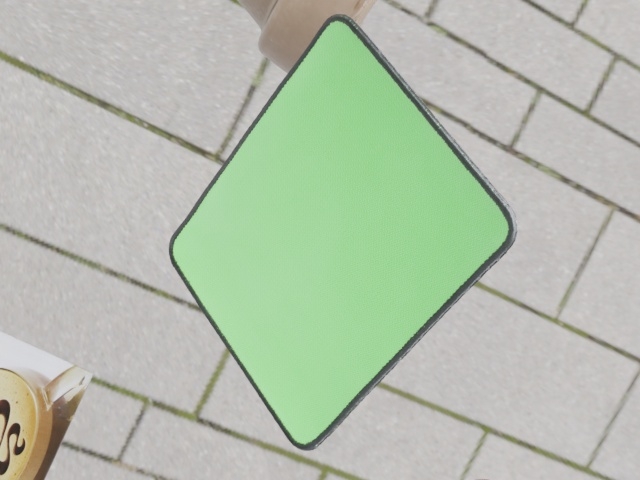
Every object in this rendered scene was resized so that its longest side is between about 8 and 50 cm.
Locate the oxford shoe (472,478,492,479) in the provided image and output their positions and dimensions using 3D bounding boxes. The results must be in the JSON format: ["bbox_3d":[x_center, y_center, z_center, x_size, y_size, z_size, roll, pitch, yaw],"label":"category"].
[{"bbox_3d":[0.059,0.330,0.843,0.130,0.123,0.348,-20,136,-38],"label":"oxford shoe"}]

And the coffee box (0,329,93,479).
[{"bbox_3d":[-0.322,0.198,0.804,0.168,0.119,0.297,40,69,-50],"label":"coffee box"}]

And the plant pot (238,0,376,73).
[{"bbox_3d":[-0.025,-0.279,0.788,0.229,0.263,0.263,34,91,-6],"label":"plant pot"}]

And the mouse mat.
[{"bbox_3d":[0.000,0.000,0.550,0.007,0.152,0.189,-9,146,-49],"label":"mouse mat"}]
